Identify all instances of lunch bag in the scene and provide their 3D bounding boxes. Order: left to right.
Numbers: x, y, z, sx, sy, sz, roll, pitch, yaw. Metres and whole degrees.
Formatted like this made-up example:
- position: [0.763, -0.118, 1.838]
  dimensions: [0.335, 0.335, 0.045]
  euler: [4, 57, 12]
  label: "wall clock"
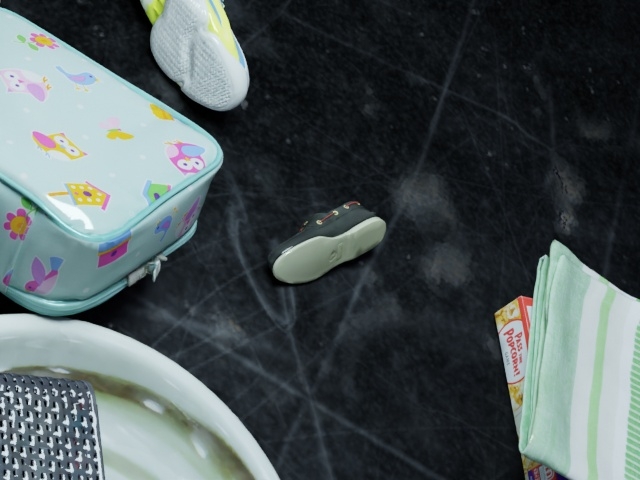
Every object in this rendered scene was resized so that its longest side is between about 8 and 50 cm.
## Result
- position: [-0.225, -0.068, 1.436]
  dimensions: [0.279, 0.108, 0.224]
  euler: [34, 34, 13]
  label: "lunch bag"

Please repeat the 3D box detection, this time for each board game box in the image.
- position: [0.250, 0.158, 1.747]
  dimensions: [0.146, 0.045, 0.193]
  euler: [12, 56, -33]
  label: "board game box"

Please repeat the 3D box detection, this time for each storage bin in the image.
- position: [-0.201, 0.187, 1.186]
  dimensions: [0.084, 0.122, 0.180]
  euler: [8, 57, -33]
  label: "storage bin"

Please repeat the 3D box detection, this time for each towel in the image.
- position: [0.331, 0.166, 1.749]
  dimensions: [0.325, 0.038, 0.248]
  euler: [30, 48, -22]
  label: "towel"

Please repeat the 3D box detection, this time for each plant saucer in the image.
- position: [-0.192, 0.251, 1.308]
  dimensions: [0.400, 0.100, 0.400]
  euler: [19, 52, -26]
  label: "plant saucer"

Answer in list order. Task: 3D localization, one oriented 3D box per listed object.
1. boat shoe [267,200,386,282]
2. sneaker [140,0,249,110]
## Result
- position: [0.000, 0.001, 1.664]
  dimensions: [0.133, 0.049, 0.042]
  euler: [-24, 50, -37]
  label: "boat shoe"
- position: [-0.113, -0.234, 1.698]
  dimensions: [0.126, 0.091, 0.240]
  euler: [-24, 77, -45]
  label: "sneaker"
